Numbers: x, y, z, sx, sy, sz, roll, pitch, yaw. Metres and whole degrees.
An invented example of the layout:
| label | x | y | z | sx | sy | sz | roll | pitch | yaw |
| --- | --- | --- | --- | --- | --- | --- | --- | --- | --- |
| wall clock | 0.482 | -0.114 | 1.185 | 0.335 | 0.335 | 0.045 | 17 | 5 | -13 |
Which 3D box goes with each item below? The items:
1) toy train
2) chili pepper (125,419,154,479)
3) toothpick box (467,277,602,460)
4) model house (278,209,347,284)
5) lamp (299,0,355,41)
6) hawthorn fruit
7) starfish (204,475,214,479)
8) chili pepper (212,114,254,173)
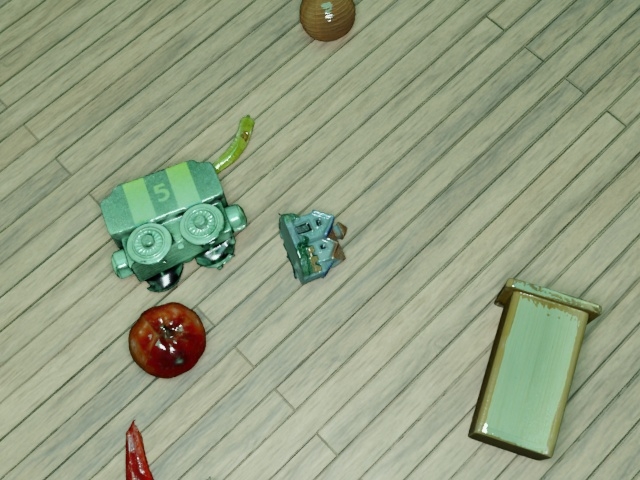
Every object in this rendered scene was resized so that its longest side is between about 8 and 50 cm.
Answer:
| label | x | y | z | sx | sy | sz | roll | pitch | yaw |
| --- | --- | --- | --- | --- | --- | --- | --- | --- | --- |
| toy train | -0.315 | -0.037 | 1.738 | 0.299 | 0.167 | 0.238 | -21 | 64 | -8 |
| chili pepper | -0.351 | 0.480 | 1.594 | 0.059 | 0.050 | 0.268 | -19 | 68 | 11 |
| toothpick box | 0.407 | 0.257 | 1.600 | 0.187 | 0.190 | 0.308 | 17 | 75 | 8 |
| model house | 0.000 | 0.000 | 1.745 | 0.148 | 0.119 | 0.148 | -20 | 69 | -15 |
| lamp | 0.017 | -0.540 | 1.940 | 0.136 | 0.136 | 0.136 | 0 | 69 | 1 |
| hawthorn fruit | -0.307 | 0.195 | 1.629 | 0.157 | 0.194 | 0.157 | 3 | 73 | -8 |
| starfish | -0.158 | 0.705 | 1.463 | 0.384 | 0.132 | 0.398 | 33 | 58 | 4 |
| chili pepper | -0.205 | -0.205 | 1.862 | 0.049 | 0.043 | 0.208 | 33 | 73 | 0 |
